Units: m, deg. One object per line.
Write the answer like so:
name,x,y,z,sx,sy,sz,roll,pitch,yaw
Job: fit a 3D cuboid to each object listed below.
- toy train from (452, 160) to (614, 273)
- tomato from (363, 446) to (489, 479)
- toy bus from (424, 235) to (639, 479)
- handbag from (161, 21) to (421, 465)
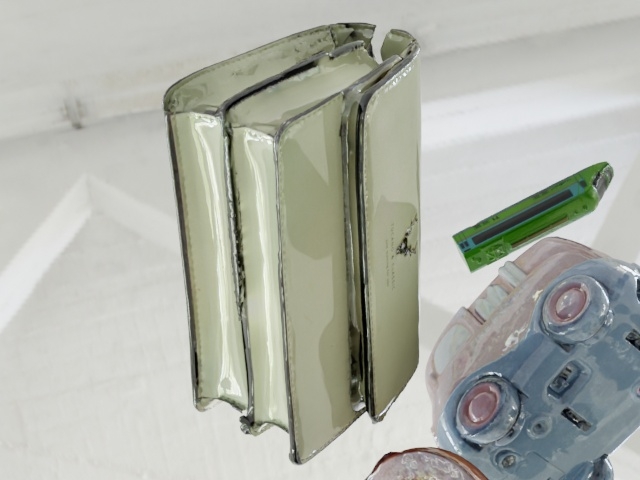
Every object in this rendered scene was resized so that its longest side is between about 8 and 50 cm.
toy train,0.262,-0.027,1.383,0.209,0.044,0.042,-27,-133,3
tomato,0.107,0.298,1.038,0.112,0.228,0.199,6,-138,-47
toy bus,0.238,0.132,1.263,0.294,0.197,0.232,-51,-149,7
handbag,0.000,0.000,1.096,0.160,0.358,0.237,20,-144,33
